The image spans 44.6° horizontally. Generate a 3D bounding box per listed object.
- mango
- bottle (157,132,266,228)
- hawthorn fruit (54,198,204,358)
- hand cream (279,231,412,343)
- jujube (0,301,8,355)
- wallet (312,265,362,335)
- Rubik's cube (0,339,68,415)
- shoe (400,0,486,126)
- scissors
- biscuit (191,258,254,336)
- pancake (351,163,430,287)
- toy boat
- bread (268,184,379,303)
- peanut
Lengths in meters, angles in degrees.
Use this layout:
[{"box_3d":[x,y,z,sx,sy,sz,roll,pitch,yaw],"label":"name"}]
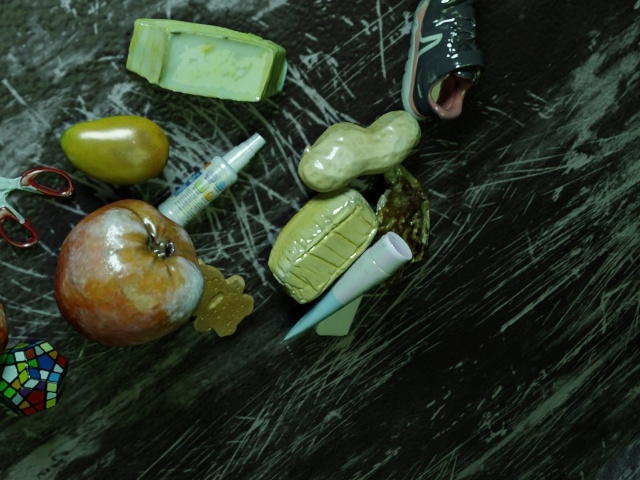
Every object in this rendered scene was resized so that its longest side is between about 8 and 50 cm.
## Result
[{"box_3d":[-0.319,-0.140,1.227,0.163,0.089,0.111,-13,112,-15],"label":"mango"},{"box_3d":[-0.182,-0.106,1.350,0.217,0.060,0.060,-41,131,-4],"label":"bottle"},{"box_3d":[-0.323,0.054,1.249,0.263,0.235,0.231,-10,171,6],"label":"hawthorn fruit"},{"box_3d":[0.047,0.107,1.542,0.312,0.070,0.111,-44,172,25],"label":"hand cream"},{"box_3d":[-0.601,0.152,1.164,0.250,0.174,0.174,-13,123,-23],"label":"jujube"},{"box_3d":[0.049,0.117,1.651,0.095,0.033,0.190,5,115,-36],"label":"wallet"},{"box_3d":[-0.491,0.231,1.317,0.133,0.133,0.112,20,131,-39],"label":"Rubik's cube"},{"box_3d":[0.237,-0.345,1.427,0.114,0.137,0.291,-3,118,-32],"label":"shoe"},{"box_3d":[-0.510,-0.091,1.179,0.247,0.017,0.144,33,96,-39],"label":"scissors"},{"box_3d":[-0.208,0.114,1.486,0.184,0.027,0.133,26,102,-38],"label":"biscuit"},{"box_3d":[0.162,-0.025,1.618,0.212,0.056,0.257,17,101,-43],"label":"pancake"},{"box_3d":[-0.163,-0.282,1.243,0.276,0.084,0.111,4,112,-33],"label":"toy boat"},{"box_3d":[0.000,0.000,1.499,0.236,0.106,0.140,-46,134,-1],"label":"bread"},{"box_3d":[0.078,-0.168,1.451,0.263,0.101,0.117,-18,126,-20],"label":"peanut"}]
